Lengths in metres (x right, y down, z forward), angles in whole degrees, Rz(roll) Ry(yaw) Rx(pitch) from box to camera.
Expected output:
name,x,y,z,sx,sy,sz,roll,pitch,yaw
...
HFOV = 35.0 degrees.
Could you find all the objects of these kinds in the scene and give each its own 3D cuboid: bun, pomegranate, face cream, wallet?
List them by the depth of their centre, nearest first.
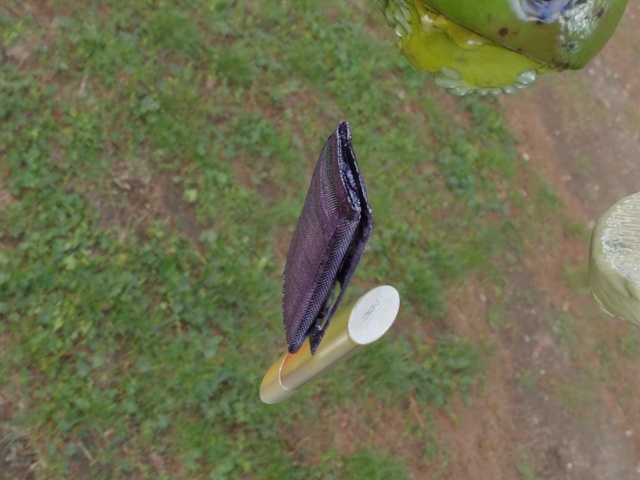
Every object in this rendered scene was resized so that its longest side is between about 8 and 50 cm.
name,x,y,z,sx,sy,sz,roll,pitch,yaw
wallet,-0.001,0.000,0.816,0.030,0.166,0.111,6,42,-18
pomegranate,0.155,-0.285,0.962,0.260,0.260,0.341,22,31,-32
bun,0.444,0.032,1.273,0.237,0.209,0.116,-77,152,-44
face cream,0.010,0.173,1.637,0.067,0.285,0.139,48,47,-1
